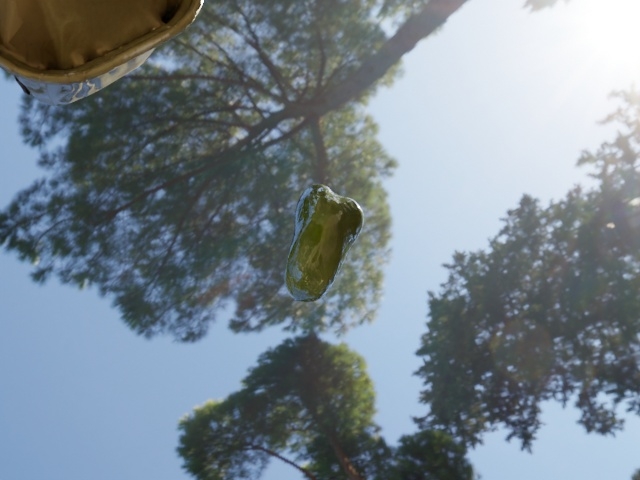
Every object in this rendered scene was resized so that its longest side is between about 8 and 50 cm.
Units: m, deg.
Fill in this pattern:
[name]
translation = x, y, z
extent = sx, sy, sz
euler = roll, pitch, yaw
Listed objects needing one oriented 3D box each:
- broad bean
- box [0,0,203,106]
[broad bean]
translation = 0.000, 0.000, 0.491
extent = 0.045, 0.063, 0.083
euler = 21, -131, -1
[box]
translation = -0.136, -0.143, 0.353
extent = 0.111, 0.111, 0.177
euler = -33, -98, -40
